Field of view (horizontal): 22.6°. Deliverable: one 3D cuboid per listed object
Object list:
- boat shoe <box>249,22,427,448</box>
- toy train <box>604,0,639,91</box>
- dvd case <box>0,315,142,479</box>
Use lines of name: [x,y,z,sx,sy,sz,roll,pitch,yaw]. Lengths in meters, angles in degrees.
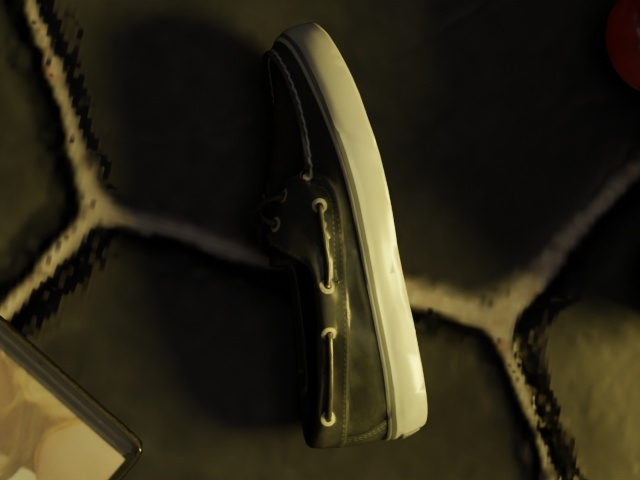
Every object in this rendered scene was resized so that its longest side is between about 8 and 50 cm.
boat shoe: [0.000,0.000,0.526,0.040,0.049,0.142,-14,91,-16]
toy train: [0.200,0.005,0.563,0.143,0.105,0.248,-8,87,-30]
dvd case: [-0.203,0.048,0.477,0.253,0.022,0.180,43,76,-8]
